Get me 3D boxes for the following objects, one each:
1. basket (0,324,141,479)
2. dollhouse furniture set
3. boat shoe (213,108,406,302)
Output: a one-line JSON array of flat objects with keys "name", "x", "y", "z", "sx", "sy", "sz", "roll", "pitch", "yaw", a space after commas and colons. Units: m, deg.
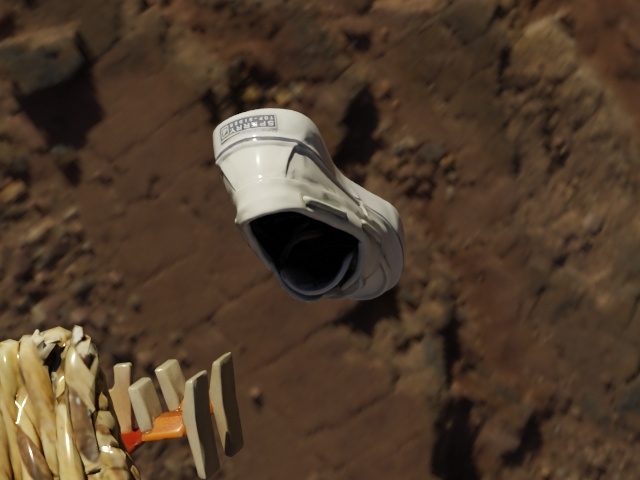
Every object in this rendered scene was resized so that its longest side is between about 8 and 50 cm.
[{"name": "basket", "x": -0.139, "y": 0.218, "z": 0.748, "sx": 0.213, "sy": 0.223, "sz": 0.299, "roll": -17, "pitch": 71, "yaw": -8}, {"name": "dollhouse furniture set", "x": -0.221, "y": 0.202, "z": 1.752, "sx": 0.262, "sy": 0.259, "sz": 0.135, "roll": -8, "pitch": 97, "yaw": 15}, {"name": "boat shoe", "x": 0.000, "y": 0.000, "z": 1.394, "sx": 0.096, "sy": 0.267, "sz": 0.088, "roll": -12, "pitch": 64, "yaw": 10}]
